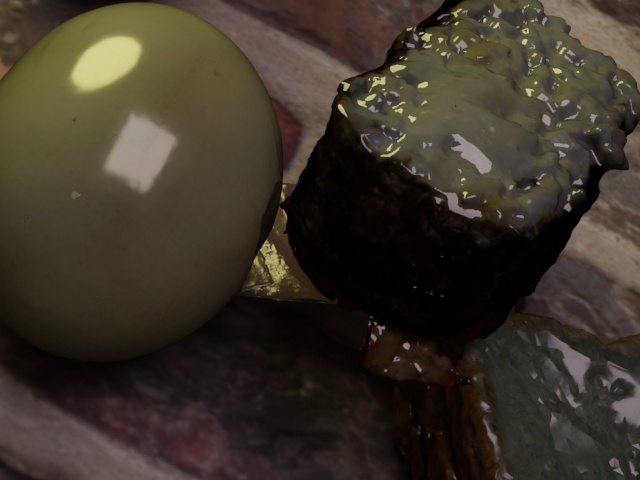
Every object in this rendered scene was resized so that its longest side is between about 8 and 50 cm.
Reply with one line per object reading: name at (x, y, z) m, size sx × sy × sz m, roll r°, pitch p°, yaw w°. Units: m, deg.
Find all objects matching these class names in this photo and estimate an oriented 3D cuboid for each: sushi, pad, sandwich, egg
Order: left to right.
egg at (-0.136, -0.041, 1.260) m, size 0.219 × 0.219 × 0.269 m, roll 31°, pitch 59°, yaw -4°
pad at (0.000, 0.000, 1.399) m, size 0.188 × 0.006 × 0.113 m, roll 4°, pitch 54°, yaw 0°
sushi at (0.102, -0.040, 1.285) m, size 0.196 × 0.182 × 0.343 m, roll 27°, pitch 38°, yaw 13°
sandwich at (0.229, 0.188, 1.346) m, size 0.325 × 0.131 × 0.262 m, roll 6°, pitch 54°, yaw -26°
